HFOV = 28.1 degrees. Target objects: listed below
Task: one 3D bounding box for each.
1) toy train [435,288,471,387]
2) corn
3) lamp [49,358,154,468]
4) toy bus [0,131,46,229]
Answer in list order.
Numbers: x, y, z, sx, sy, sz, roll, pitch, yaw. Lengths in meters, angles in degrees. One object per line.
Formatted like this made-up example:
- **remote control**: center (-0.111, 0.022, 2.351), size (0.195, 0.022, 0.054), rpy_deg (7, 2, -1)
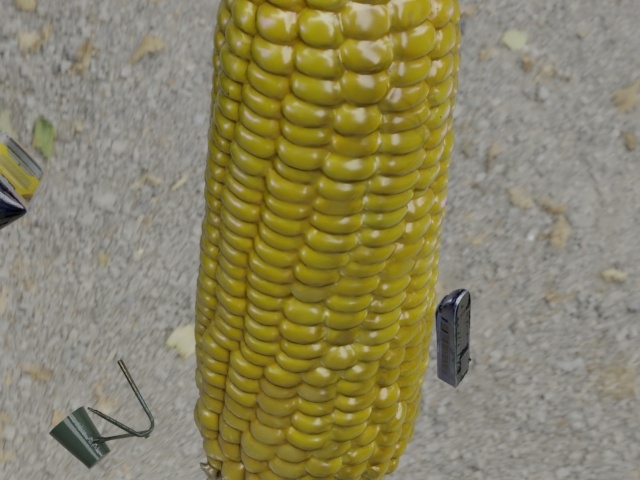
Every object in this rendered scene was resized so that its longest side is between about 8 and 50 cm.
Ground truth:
- **toy train**: center (0.073, 0.051, 0.708), size (0.017, 0.083, 0.017), rpy_deg (28, 60, 24)
- **corn**: center (0.000, 0.000, 0.525), size (0.106, 0.305, 0.106), rpy_deg (3, 42, -2)
- **lamp**: center (-0.154, 0.134, 0.908), size (0.041, 0.121, 0.054), rpy_deg (-37, 85, -34)
- **toy bus**: center (-0.271, -0.012, 0.908), size (0.057, 0.172, 0.072), rpy_deg (50, 33, -20)
